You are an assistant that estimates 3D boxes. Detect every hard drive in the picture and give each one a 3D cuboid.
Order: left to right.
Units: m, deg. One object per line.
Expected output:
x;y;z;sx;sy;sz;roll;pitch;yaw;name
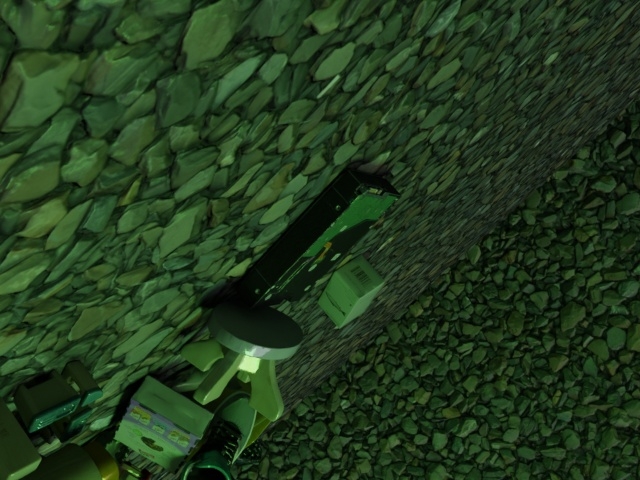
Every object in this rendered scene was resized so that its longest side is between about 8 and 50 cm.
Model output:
0.000;0.000;1.481;0.339;0.064;0.237;-45;164;17;hard drive

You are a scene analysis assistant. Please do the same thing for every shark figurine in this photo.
-0.201;0.283;1.687;0.278;0.116;0.166;-38;166;-5;shark figurine

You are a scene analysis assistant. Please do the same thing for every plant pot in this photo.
-0.261;0.447;1.841;0.212;0.187;0.212;-26;158;-44;plant pot

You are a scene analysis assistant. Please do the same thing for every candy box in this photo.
-0.339;0.397;1.545;0.196;0.164;0.070;-56;-176;44;candy box

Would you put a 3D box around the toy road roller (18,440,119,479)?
-0.505;0.459;1.259;0.202;0.240;0.330;-27;144;-44;toy road roller

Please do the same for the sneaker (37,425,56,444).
-0.491;0.341;1.311;0.037;0.032;0.083;-49;175;-29;sneaker

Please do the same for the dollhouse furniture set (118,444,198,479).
-0.415;0.554;1.679;0.259;0.135;0.262;-59;-162;-18;dollhouse furniture set

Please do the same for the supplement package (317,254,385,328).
0.082;0.142;1.986;0.105;0.105;0.179;-31;161;-33;supplement package

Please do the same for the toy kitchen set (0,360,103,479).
-0.447;0.310;1.146;0.207;0.122;0.166;-23;156;-49;toy kitchen set

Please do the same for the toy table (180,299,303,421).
-0.158;0.232;1.466;0.274;0.252;0.161;8;113;-59;toy table

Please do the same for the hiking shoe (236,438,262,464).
-0.306;0.559;2.015;0.304;0.113;0.132;28;133;-27;hiking shoe

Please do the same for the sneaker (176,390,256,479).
-0.223;0.469;1.584;0.296;0.123;0.178;-61;-169;-15;sneaker

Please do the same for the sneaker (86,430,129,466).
-0.537;0.528;1.569;0.279;0.107;0.118;-29;165;-37;sneaker
